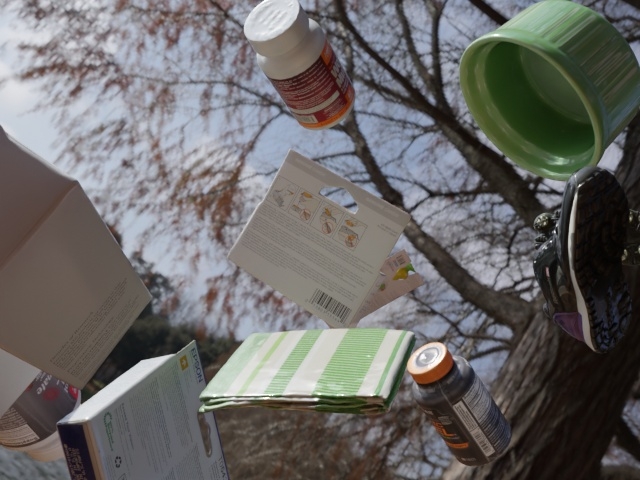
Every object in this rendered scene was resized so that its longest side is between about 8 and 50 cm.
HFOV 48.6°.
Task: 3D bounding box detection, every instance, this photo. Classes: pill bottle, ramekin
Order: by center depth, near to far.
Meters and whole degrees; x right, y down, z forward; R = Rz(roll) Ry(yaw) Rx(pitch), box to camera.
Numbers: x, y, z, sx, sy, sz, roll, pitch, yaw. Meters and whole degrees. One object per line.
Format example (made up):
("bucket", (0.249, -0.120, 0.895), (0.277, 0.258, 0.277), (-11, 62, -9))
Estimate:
("pill bottle", (-0.033, -0.296, 1.198), (0.121, 0.121, 0.221), (21, -18, 35))
("ramekin", (0.405, -0.267, 1.243), (0.303, 0.148, 0.303), (45, -15, 16))
("pill bottle", (-0.549, 0.271, 1.294), (0.176, 0.176, 0.318), (24, -34, 31))
("pill bottle", (0.267, 0.317, 1.400), (0.130, 0.130, 0.246), (-1, -52, 57))

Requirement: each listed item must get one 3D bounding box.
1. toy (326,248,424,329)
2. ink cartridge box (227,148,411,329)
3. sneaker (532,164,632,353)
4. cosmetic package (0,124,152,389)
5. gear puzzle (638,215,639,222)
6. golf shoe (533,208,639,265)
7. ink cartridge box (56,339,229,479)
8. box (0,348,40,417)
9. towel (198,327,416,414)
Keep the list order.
("toy", (0.102, 0.104, 1.594), (0.137, 0.237, 0.056), (55, 11, -43))
("ink cartridge box", (0.000, 0.000, 1.415), (0.296, 0.261, 0.066), (31, 2, 19))
("sneaker", (0.328, 0.022, 0.946), (0.124, 0.107, 0.283), (31, -34, 49))
("cosmetic package", (-0.320, 0.017, 0.731), (0.197, 0.155, 0.365), (32, -17, 10))
("gear puzzle", (0.522, 0.097, 0.891), (0.339, 0.044, 0.175), (62, 10, 9))
("golf shoe", (0.553, -0.010, 1.376), (0.120, 0.105, 0.273), (9, 1, -41))
("ink cartridge box", (-0.268, 0.370, 1.155), (0.071, 0.330, 0.324), (-9, -81, 18))
("box", (-0.522, 0.179, 0.933), (0.058, 0.322, 0.232), (-4, -51, 35))
("towel", (-0.015, 0.216, 1.193), (0.325, 0.248, 0.038), (-6, -71, 21))
